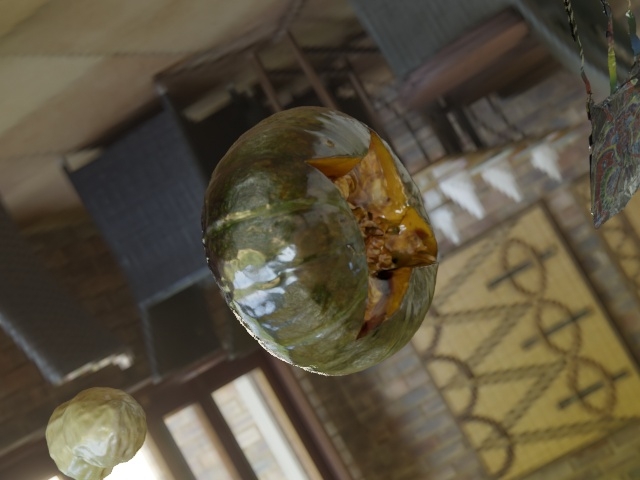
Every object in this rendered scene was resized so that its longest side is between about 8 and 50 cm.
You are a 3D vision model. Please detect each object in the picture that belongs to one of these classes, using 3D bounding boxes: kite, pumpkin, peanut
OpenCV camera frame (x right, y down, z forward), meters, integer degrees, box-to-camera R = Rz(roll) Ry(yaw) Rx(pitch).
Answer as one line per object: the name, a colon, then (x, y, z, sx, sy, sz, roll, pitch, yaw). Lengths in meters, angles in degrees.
kite: (0.286, -0.150, 1.289, 0.015, 0.285, 0.152, 14, -131, 38)
pumpkin: (-0.003, 0.000, 1.143, 0.159, 0.237, 0.238, -19, -179, 27)
peanut: (-0.248, 0.211, 1.448, 0.214, 0.090, 0.098, -37, -151, 63)
